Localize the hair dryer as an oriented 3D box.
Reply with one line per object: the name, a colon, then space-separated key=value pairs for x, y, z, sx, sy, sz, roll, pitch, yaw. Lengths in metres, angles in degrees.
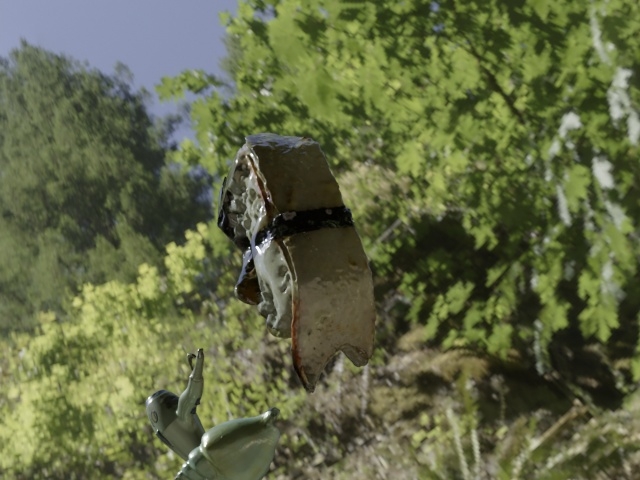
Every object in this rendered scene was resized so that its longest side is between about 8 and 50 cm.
hair dryer: x=-0.157 y=0.250 z=1.474 sx=0.067 sy=0.167 sz=0.199 roll=-26 pitch=-14 yaw=-40

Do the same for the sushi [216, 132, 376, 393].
sushi: x=-0.016 y=0.004 z=0.977 sx=0.134 sy=0.273 sz=0.109 roll=10 pitch=-54 yaw=-14

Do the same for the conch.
conch: x=-0.119 y=0.278 z=1.388 sx=0.180 sy=0.088 sz=0.065 roll=-32 pitch=-24 yaw=14
